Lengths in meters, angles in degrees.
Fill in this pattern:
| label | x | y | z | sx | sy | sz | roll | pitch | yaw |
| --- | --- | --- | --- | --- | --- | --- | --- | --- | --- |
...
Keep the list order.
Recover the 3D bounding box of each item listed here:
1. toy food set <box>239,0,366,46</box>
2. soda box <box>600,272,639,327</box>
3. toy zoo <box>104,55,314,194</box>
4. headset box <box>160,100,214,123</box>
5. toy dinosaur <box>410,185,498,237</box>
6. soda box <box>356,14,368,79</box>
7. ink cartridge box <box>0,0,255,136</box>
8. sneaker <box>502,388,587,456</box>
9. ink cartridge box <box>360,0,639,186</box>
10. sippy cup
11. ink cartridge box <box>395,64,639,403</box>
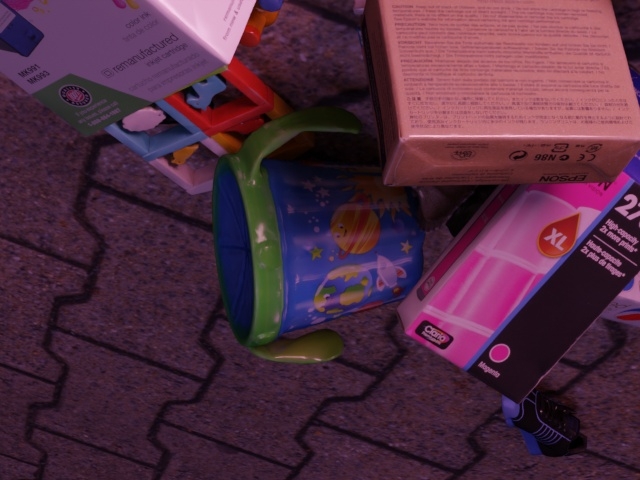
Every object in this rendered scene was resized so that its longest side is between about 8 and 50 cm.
| label | x | y | z | sx | sy | sz | roll | pitch | yaw |
| --- | --- | --- | --- | --- | --- | --- | --- | --- | --- |
| toy food set | 0.022 | -0.257 | 1.170 | 0.232 | 0.105 | 0.111 | 3 | 145 | 20 |
| soda box | 0.362 | 0.053 | 1.462 | 0.216 | 0.069 | 0.074 | 16 | 153 | -35 |
| toy zoo | -0.140 | -0.140 | 1.425 | 0.192 | 0.030 | 0.293 | -20 | 144 | 27 |
| headset box | -0.174 | -0.173 | 1.450 | 0.083 | 0.032 | 0.062 | 2 | 145 | 24 |
| toy dinosaur | 0.229 | -0.032 | 1.373 | 0.313 | 0.121 | 0.160 | 7 | 179 | 7 |
| soda box | 0.085 | -0.185 | 1.288 | 0.058 | 0.063 | 0.183 | 4 | 146 | 16 |
| ink cartridge box | -0.162 | -0.174 | 0.701 | 0.154 | 0.093 | 0.212 | -17 | 133 | 42 |
| sneaker | 0.350 | 0.272 | 1.852 | 0.090 | 0.081 | 0.232 | -5 | 149 | 25 |
| ink cartridge box | 0.166 | -0.153 | 1.123 | 0.234 | 0.193 | 0.088 | -1 | 152 | -10 |
| sippy cup | 0.000 | 0.000 | 1.440 | 0.224 | 0.240 | 0.305 | -7 | 160 | -15 |
| ink cartridge box | 0.263 | -0.004 | 1.294 | 0.175 | 0.069 | 0.371 | 32 | 106 | -20 |
